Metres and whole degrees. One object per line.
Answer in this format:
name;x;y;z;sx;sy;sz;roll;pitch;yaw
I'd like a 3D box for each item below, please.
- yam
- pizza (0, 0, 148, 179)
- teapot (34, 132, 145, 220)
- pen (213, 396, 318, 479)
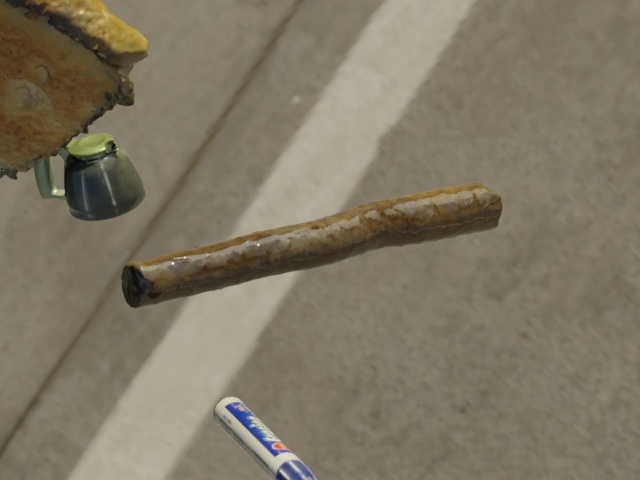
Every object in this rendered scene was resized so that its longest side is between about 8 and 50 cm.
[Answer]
yam;0.000;0.000;1.299;0.045;0.326;0.045;61;146;27
pizza;-0.357;-0.217;1.775;0.391;0.435;0.080;2;55;35
teapot;-0.273;-0.077;1.965;0.124;0.091;0.092;-13;28;-2
pen;-0.032;0.144;1.139;0.025;0.025;0.204;-52;23;-4
